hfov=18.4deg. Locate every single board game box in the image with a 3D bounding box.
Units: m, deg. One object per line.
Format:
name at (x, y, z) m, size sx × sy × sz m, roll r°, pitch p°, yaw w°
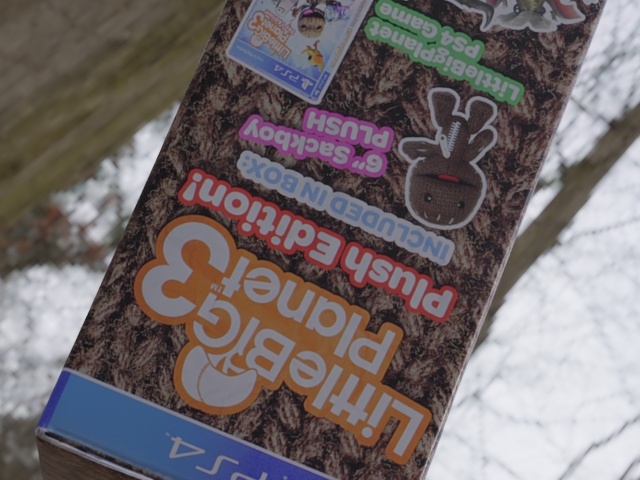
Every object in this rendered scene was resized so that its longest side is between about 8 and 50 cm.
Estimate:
board game box at (0.000, 0.000, 0.861) m, size 0.141 × 0.291 × 0.232 m, roll 23°, pitch -17°, yaw 0°
